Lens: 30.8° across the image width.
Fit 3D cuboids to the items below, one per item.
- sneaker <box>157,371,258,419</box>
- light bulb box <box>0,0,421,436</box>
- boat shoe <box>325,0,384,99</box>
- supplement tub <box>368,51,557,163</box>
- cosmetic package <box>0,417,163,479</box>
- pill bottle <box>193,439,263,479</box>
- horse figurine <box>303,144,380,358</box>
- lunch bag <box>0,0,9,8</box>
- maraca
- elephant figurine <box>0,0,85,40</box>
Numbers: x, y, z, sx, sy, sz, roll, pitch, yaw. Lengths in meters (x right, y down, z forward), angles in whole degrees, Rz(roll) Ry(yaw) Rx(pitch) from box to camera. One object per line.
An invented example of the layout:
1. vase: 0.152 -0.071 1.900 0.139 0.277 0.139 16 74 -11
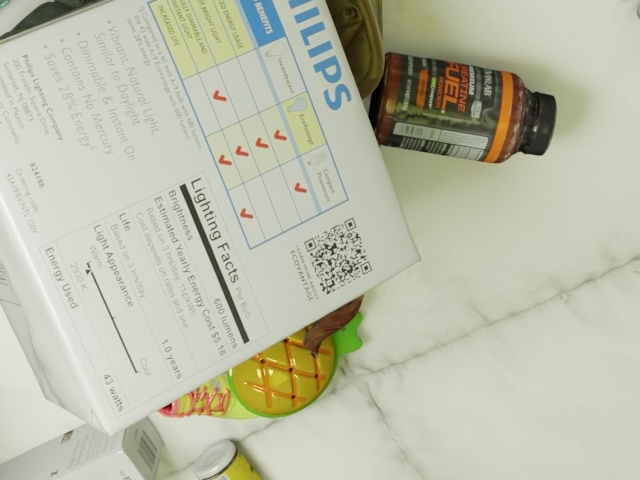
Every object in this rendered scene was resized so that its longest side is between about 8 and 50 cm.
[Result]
1. sneaker: -0.163 0.195 1.467 0.209 0.094 0.081 12 114 -6
2. light bulb box: -0.152 -0.063 1.135 0.361 0.225 0.357 -28 105 -24
3. boat shoe: -0.005 -0.315 1.211 0.122 0.110 0.341 -6 108 11
4. supplement tub: 0.156 -0.143 1.288 0.198 0.106 0.106 8 116 -5
5. cosmetic package: -0.326 0.312 1.517 0.231 0.117 0.085 -25 112 12
6. pill bottle: -0.111 0.327 1.544 0.065 0.065 0.116 -29 111 14
7. horse figurine: 0.000 0.000 1.374 0.175 0.066 0.263 -15 107 -14
8. lunch bag: -0.475 -0.288 1.213 0.223 0.160 0.262 -40 120 15
9. maraca: -0.031 0.137 1.438 0.186 0.099 0.127 -42 106 -7
10. elephant figurine: -0.272 -0.127 1.285 0.186 0.169 0.239 -33 105 32
